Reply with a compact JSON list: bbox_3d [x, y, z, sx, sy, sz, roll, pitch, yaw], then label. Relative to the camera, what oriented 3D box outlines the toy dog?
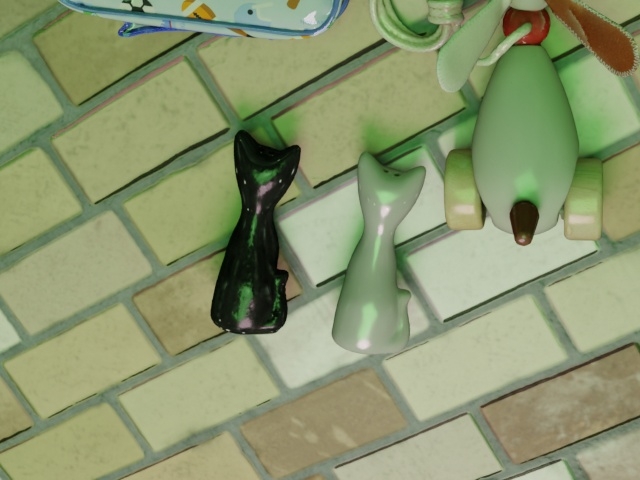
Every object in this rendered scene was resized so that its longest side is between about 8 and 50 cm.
[{"bbox_3d":[0.183,-0.128,0.928,0.220,0.161,0.334,-19,107,17],"label":"toy dog"}]

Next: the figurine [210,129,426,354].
[{"bbox_3d":[0.000,0.000,1.058,0.214,0.092,0.210,9,109,6],"label":"figurine"}]

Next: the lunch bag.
[{"bbox_3d":[-0.112,-0.306,0.938,0.303,0.115,0.243,9,115,6],"label":"lunch bag"}]
